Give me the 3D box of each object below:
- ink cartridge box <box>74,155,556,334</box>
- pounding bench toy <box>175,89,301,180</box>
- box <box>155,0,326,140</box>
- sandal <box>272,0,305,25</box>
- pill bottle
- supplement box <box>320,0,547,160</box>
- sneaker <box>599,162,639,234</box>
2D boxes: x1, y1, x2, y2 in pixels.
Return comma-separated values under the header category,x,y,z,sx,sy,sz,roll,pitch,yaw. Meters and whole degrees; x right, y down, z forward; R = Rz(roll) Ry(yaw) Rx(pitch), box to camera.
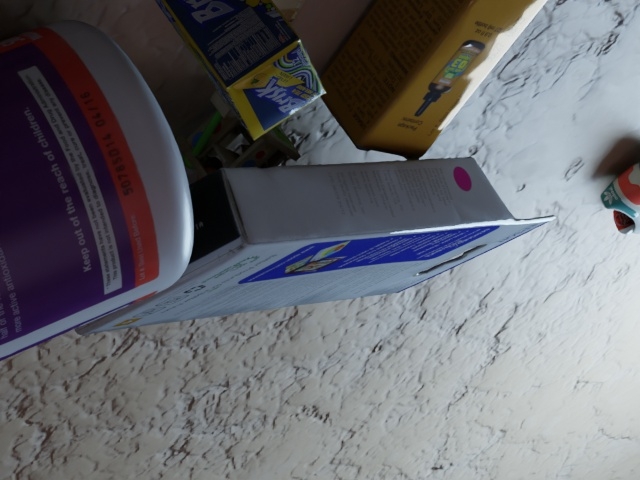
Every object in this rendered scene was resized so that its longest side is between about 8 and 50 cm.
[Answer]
category,x,y,z,sx,sy,sz,roll,pitch,yaw
ink cartridge box,0.000,0.000,1.354,0.176,0.069,0.371,-27,164,37
pounding bench toy,-0.069,-0.069,1.299,0.065,0.052,0.083,-42,147,11
box,-0.065,-0.142,1.101,0.054,0.169,0.059,-33,146,-3
sandal,-0.005,-0.185,1.185,0.088,0.079,0.240,-5,136,-38
pill bottle,-0.250,0.000,1.096,0.323,0.181,0.181,-24,146,-22
supplement box,0.097,-0.167,1.303,0.078,0.080,0.233,9,125,-47
sneaker,0.310,-0.032,1.699,0.075,0.057,0.161,-29,152,21
